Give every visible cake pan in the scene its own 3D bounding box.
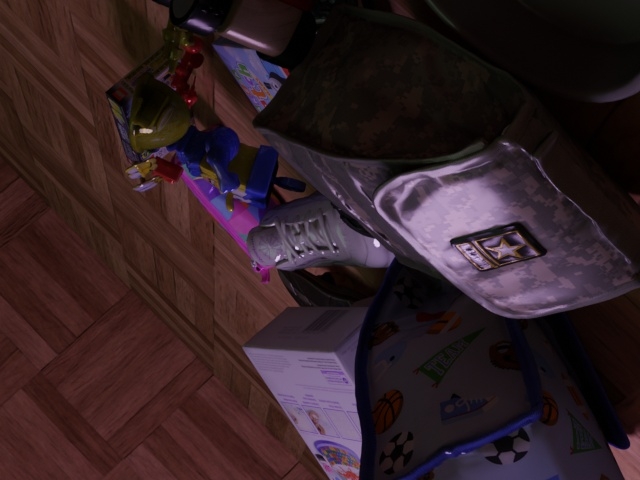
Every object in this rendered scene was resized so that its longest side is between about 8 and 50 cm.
[{"bbox_3d":[0.139,-0.226,0.890,0.293,0.054,0.293,42,163,16],"label":"cake pan"}]

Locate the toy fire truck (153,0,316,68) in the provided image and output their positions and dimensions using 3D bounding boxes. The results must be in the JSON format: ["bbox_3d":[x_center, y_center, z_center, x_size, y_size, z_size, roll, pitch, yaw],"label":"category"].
[{"bbox_3d":[-0.065,-0.307,1.094,0.158,0.246,0.217,18,-160,-33],"label":"toy fire truck"}]

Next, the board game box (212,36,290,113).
[{"bbox_3d":[-0.026,-0.169,1.473,0.160,0.039,0.211,55,163,-27],"label":"board game box"}]

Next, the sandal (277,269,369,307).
[{"bbox_3d":[0.033,0.080,1.891,0.219,0.060,0.090,18,140,31],"label":"sandal"}]

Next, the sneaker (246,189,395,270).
[{"bbox_3d":[0.000,0.000,1.583,0.305,0.152,0.114,-7,103,70],"label":"sneaker"}]

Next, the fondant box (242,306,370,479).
[{"bbox_3d":[0.068,0.242,1.655,0.238,0.096,0.330,-4,121,59],"label":"fondant box"}]

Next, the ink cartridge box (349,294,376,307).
[{"bbox_3d":[0.142,0.206,1.745,0.273,0.114,0.197,49,153,-9],"label":"ink cartridge box"}]

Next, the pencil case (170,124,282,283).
[{"bbox_3d":[-0.120,-0.057,1.872,0.236,0.104,0.104,52,163,-13],"label":"pencil case"}]

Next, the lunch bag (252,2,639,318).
[{"bbox_3d":[0.124,-0.056,1.077,0.235,0.169,0.287,40,171,-39],"label":"lunch bag"}]

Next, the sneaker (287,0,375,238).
[{"bbox_3d":[0.045,-0.141,1.259,0.100,0.108,0.271,13,127,42],"label":"sneaker"}]

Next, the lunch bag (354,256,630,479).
[{"bbox_3d":[0.198,0.204,1.401,0.328,0.239,0.385,57,-167,-27],"label":"lunch bag"}]

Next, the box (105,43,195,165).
[{"bbox_3d":[-0.243,-0.187,1.848,0.036,0.114,0.207,42,164,17],"label":"box"}]

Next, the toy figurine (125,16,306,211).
[{"bbox_3d":[-0.110,-0.130,1.602,0.217,0.191,0.362,24,169,1],"label":"toy figurine"}]
